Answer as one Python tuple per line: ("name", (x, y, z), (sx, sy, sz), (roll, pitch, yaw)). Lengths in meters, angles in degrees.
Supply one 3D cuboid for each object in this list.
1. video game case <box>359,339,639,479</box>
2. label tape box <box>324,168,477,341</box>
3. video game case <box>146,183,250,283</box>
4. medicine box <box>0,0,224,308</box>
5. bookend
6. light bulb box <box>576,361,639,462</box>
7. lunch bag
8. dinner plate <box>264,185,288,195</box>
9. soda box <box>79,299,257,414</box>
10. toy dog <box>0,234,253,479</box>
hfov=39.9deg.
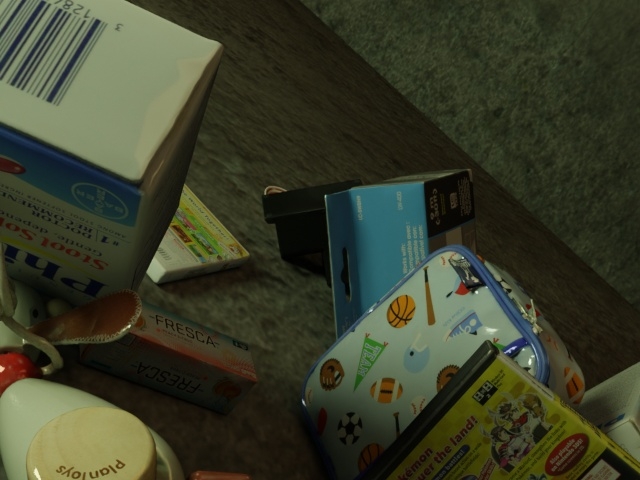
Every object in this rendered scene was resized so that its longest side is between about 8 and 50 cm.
("video game case", (0.166, 0.274, 0.851), (0.248, 0.275, 0.035), (39, 10, -6))
("label tape box", (0.136, 0.029, 1.310), (0.333, 0.105, 0.241), (-19, 106, -61))
("video game case", (-0.220, -0.041, 1.160), (0.227, 0.026, 0.206), (46, 21, 15))
("medicine box", (-0.247, -0.084, 0.728), (0.263, 0.289, 0.149), (24, 61, -5))
("bookend", (0.000, 0.000, 1.368), (0.072, 0.156, 0.157), (-103, -177, -58))
("light bulb box", (0.409, 0.371, 1.083), (0.358, 0.225, 0.361), (56, 23, 10))
("lunch bag", (0.128, 0.164, 0.965), (0.115, 0.303, 0.243), (28, 24, -40))
("dinner plate", (-0.041, -0.038, 1.478), (0.141, 0.017, 0.141), (34, 22, -16))
("soda box", (-0.156, 0.116, 0.910), (0.183, 0.058, 0.063), (28, 24, -32))
("toy dog", (-0.169, 0.131, 0.685), (0.161, 0.220, 0.334), (-9, 57, -29))
